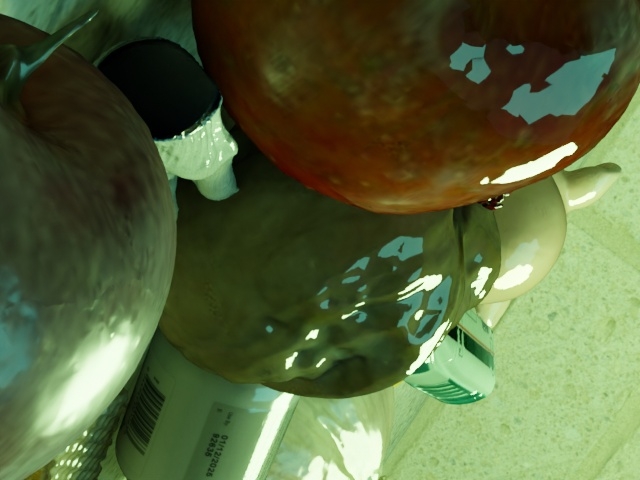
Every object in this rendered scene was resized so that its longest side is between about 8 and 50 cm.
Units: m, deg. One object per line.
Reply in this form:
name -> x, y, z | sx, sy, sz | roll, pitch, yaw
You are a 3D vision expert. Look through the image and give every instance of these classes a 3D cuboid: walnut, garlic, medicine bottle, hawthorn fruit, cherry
walnut -> -0.001, 0.001, 1.077 | 0.273, 0.227, 0.273 | -27, -167, 7
garlic -> -0.066, 0.203, 1.433 | 0.322, 0.241, 0.322 | -26, 143, -22
medicine bottle -> -0.104, 0.168, 1.211 | 0.135, 0.135, 0.215 | -26, 142, -61
hawthorn fruit -> 0.059, -0.146, 0.846 | 0.284, 0.284, 0.284 | -48, 165, -17
cherry -> -0.194, 0.017, 0.568 | 0.307, 0.221, 0.261 | -38, 169, 18

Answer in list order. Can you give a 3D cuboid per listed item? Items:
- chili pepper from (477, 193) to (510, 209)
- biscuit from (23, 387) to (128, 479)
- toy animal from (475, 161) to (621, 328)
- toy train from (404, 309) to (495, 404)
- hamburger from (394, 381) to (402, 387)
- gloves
chili pepper -> 0.133, -0.213, 1.021 | 0.110, 0.110, 0.388 | 49, 39, -76
biscuit -> -0.256, 0.251, 1.250 | 0.094, 0.054, 0.379 | -37, 159, -46
toy animal -> 0.172, -0.039, 1.520 | 0.237, 0.269, 0.326 | -53, -153, 14
toy train -> 0.101, 0.099, 1.396 | 0.407, 0.086, 0.088 | 39, 50, -69
hamburger -> 0.047, 0.123, 1.799 | 0.131, 0.124, 0.262 | -31, 158, -7
gloves -> -0.105, -0.053, 0.890 | 0.119, 0.097, 0.229 | -7, 153, -11
